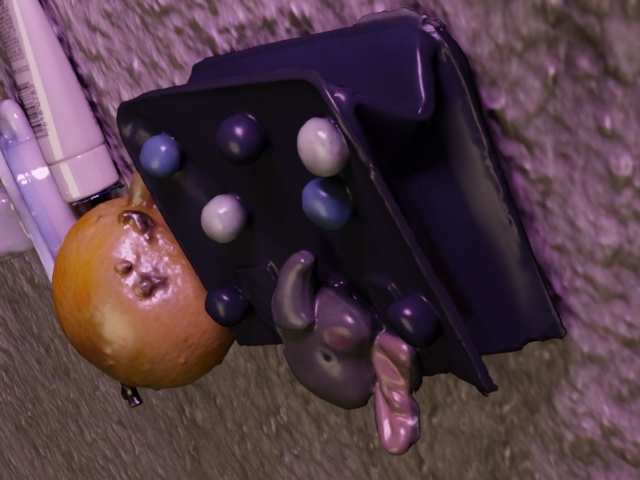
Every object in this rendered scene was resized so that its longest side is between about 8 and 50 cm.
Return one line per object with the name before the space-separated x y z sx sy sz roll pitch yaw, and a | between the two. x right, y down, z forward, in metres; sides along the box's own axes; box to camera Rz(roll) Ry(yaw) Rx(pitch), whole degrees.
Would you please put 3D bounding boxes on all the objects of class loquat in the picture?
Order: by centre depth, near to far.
loquat | -0.147 0.036 1.165 0.172 0.149 0.205 29 127 43

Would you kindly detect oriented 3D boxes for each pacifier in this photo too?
pacifier | -0.324 -0.011 1.335 0.279 0.207 0.227 68 167 -19

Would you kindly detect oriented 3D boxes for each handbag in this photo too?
handbag | 0.000 0.000 0.939 0.325 0.118 0.269 1 121 59

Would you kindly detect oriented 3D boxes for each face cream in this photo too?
face cream | -0.251 -0.151 1.237 0.092 0.058 0.244 1 114 64
